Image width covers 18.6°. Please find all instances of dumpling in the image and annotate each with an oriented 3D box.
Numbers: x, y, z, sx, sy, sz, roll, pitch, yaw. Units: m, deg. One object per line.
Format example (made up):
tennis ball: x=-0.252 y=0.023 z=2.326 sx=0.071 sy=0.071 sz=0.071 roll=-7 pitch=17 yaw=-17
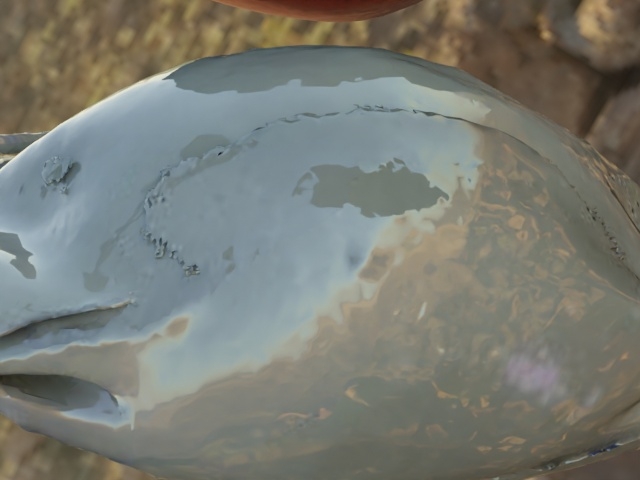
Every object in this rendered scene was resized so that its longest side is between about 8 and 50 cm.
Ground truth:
dumpling: x=0.004 y=-0.001 z=0.783 sx=0.341 sy=0.181 sz=0.260 roll=-20 pitch=21 yaw=-3

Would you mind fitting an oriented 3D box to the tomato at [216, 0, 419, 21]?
tomato: x=0.022 y=-0.238 z=0.916 sx=0.298 sy=0.226 sz=0.299 roll=-55 pitch=-21 yaw=-34
